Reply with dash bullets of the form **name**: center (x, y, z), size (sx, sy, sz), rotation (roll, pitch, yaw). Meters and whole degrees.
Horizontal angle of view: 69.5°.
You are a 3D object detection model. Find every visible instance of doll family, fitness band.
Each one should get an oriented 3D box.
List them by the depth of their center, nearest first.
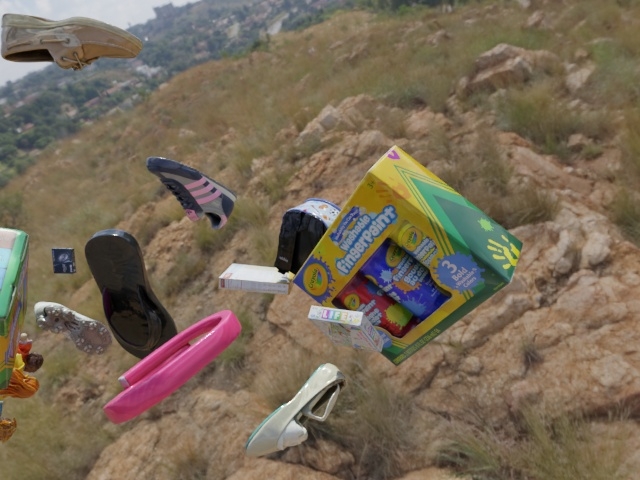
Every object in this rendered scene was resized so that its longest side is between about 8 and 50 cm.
- **doll family**: center (-0.647, 0.305, 0.881), size (0.262, 0.163, 0.118), rotation (-58, 20, -8)
- **fitness band**: center (-0.281, 0.232, 0.888), size (0.209, 0.054, 0.291), rotation (-24, 11, 48)

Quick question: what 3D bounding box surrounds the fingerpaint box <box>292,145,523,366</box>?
- **fingerpaint box**: center (0.185, 0.061, 1.137), size (0.163, 0.371, 0.444), rotation (-47, -5, -45)

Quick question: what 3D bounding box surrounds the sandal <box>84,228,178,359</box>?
- **sandal**: center (-0.511, 0.184, 1.226), size (0.168, 0.445, 0.107), rotation (-11, 31, 1)

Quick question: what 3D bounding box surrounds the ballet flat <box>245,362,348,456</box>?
- **ballet flat**: center (-0.038, 0.348, 0.921), size (0.248, 0.086, 0.086), rotation (-41, 34, -27)

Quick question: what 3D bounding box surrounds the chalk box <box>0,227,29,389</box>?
- **chalk box**: center (-0.572, 0.089, 0.716), size (0.181, 0.288, 0.179), rotation (8, 45, -26)

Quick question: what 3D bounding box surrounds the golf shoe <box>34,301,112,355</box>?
- **golf shoe**: center (-0.513, 0.176, 0.961), size (0.086, 0.176, 0.069), rotation (18, 63, 41)

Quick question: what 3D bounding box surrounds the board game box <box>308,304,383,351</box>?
- **board game box**: center (0.052, 0.173, 0.891), size (0.104, 0.154, 0.026), rotation (4, 62, 25)

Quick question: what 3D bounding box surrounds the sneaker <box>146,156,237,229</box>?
- **sneaker**: center (-0.380, -0.132, 1.355), size (0.112, 0.319, 0.130), rotation (5, 74, 40)

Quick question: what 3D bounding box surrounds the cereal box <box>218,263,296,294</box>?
- **cereal box**: center (-0.212, 0.132, 1.598), size (0.241, 0.047, 0.173), rotation (5, 14, 5)

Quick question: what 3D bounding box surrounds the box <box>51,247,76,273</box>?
- **box**: center (-0.832, 0.066, 1.497), size (0.067, 0.083, 0.018), rotation (1, 10, 4)

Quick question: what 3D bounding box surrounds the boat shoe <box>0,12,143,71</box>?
- **boat shoe**: center (-0.602, -0.466, 1.120), size (0.342, 0.110, 0.121), rotation (7, -2, 6)

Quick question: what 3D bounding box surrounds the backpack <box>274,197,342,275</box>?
- **backpack**: center (0.000, 0.000, 1.467), size (0.277, 0.263, 0.213), rotation (16, 42, 31)
